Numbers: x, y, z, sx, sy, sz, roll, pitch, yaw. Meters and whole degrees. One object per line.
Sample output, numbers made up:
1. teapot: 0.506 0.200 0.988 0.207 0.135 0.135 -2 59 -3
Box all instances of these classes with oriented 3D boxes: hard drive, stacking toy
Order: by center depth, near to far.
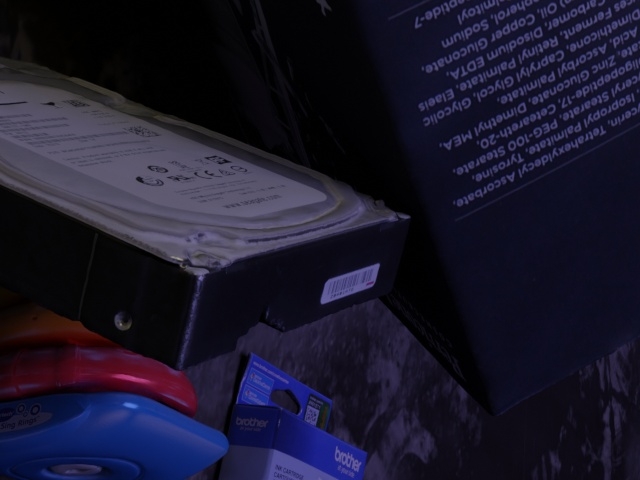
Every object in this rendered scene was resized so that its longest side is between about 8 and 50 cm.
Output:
1. hard drive: -0.144 -0.035 0.862 0.237 0.339 0.064 -14 122 -58
2. stacking toy: -0.169 0.020 1.033 0.166 0.175 0.301 39 46 -57

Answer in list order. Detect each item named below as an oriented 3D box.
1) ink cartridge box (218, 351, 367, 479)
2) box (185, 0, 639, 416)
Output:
1. ink cartridge box: -0.035 0.278 1.336 0.186 0.065 0.311 38 56 -55
2. box: 0.074 -0.220 1.053 0.297 0.480 0.471 -30 123 -9
